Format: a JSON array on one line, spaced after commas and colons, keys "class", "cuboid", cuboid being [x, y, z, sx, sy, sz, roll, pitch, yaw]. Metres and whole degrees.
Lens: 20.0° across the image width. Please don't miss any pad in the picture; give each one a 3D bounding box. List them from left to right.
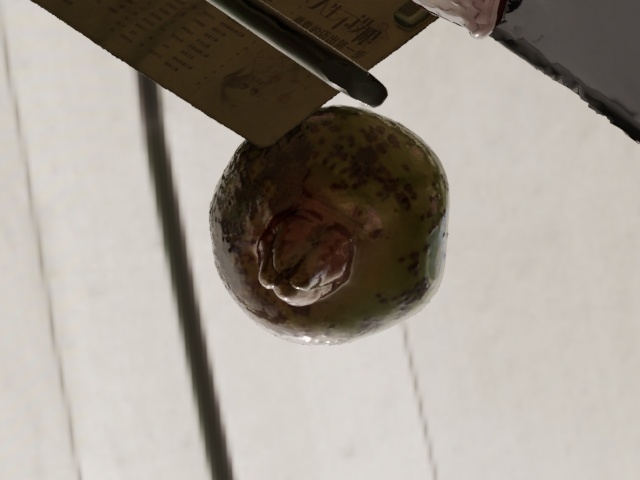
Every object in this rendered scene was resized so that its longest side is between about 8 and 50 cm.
[{"class": "pad", "cuboid": [-0.062, -0.158, 1.169, 0.159, 0.009, 0.265, -39, -131, -20]}]

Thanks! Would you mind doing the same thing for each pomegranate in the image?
[{"class": "pomegranate", "cuboid": [0.000, 0.000, 1.510, 0.214, 0.214, 0.248, 4, -159, 13]}]

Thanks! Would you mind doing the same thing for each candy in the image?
[{"class": "candy", "cuboid": [-0.100, -0.151, 0.875, 0.323, 0.097, 0.097, 33, -163, -16]}]

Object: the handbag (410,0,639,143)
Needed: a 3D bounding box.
[{"class": "handbag", "cuboid": [0.131, -0.156, 0.662, 0.329, 0.303, 0.122, 30, -115, 16]}]
